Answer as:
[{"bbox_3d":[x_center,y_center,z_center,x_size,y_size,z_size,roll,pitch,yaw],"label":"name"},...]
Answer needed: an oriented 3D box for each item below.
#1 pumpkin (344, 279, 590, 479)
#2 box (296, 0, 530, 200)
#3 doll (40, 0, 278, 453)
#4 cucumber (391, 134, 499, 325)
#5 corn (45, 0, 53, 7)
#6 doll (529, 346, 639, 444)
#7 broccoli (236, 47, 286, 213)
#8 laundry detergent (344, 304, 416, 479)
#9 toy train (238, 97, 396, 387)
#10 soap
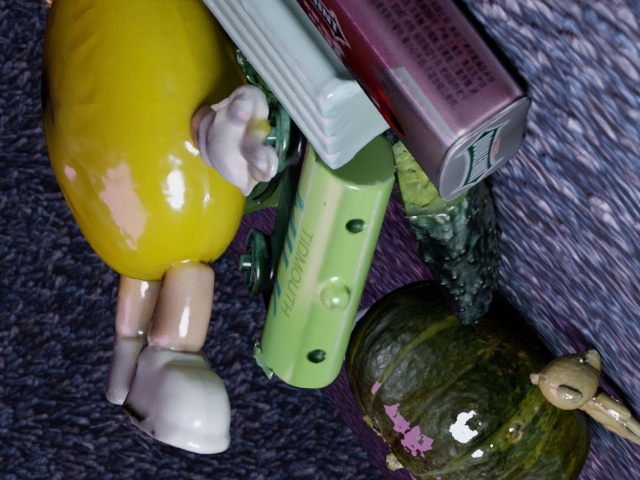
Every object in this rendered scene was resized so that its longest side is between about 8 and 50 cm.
[{"bbox_3d":[0.114,0.133,1.612,0.223,0.157,0.223,49,-179,-1],"label":"pumpkin"},{"bbox_3d":[0.038,-0.140,1.228,0.224,0.069,0.120,55,173,12],"label":"box"},{"bbox_3d":[-0.127,-0.036,1.592,0.348,0.161,0.423,51,139,47],"label":"doll"},{"bbox_3d":[0.106,-0.010,1.447,0.211,0.062,0.078,55,-154,-62],"label":"cucumber"},{"bbox_3d":[-0.192,-0.232,2.028,0.144,0.144,0.387,51,174,30],"label":"corn"},{"bbox_3d":[0.196,0.120,1.445,0.093,0.051,0.061,56,166,-20],"label":"doll"},{"bbox_3d":[-0.113,-0.100,1.839,0.242,0.269,0.261,21,-178,-15],"label":"broccoli"},{"bbox_3d":[0.122,0.214,2.219,0.335,0.088,0.159,60,172,-29],"label":"laundry detergent"},{"bbox_3d":[0.000,0.000,1.571,0.157,0.105,0.253,-103,22,-48],"label":"toy train"},{"bbox_3d":[-0.038,-0.193,1.388,0.265,0.087,0.160,53,173,14],"label":"soap"}]
